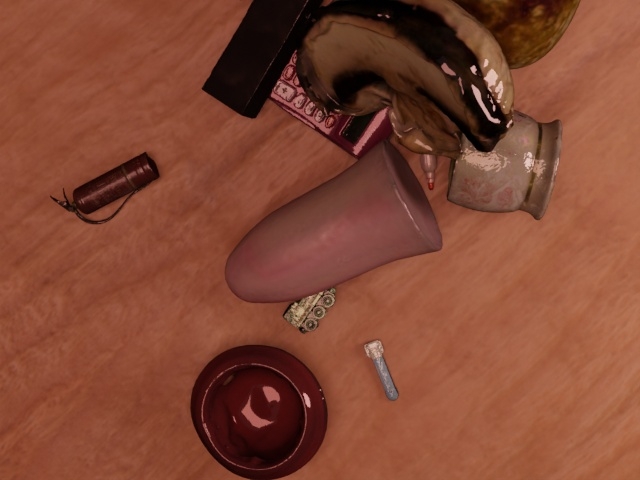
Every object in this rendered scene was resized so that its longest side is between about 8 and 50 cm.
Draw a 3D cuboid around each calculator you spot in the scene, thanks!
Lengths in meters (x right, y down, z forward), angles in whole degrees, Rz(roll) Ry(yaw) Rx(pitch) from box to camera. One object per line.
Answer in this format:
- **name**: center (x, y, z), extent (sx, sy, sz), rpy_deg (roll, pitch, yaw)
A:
- **calculator**: center (0.026, -0.210, 1.682), extent (0.190, 0.034, 0.127), rpy_deg (35, 101, 7)

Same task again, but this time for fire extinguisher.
- **fire extinguisher**: center (-0.311, -0.070, 1.733), extent (0.157, 0.045, 0.078), rpy_deg (-27, 115, 8)

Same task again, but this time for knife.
- **knife**: center (0.092, 0.193, 1.736), extent (0.027, 0.010, 0.096), rpy_deg (-21, 97, 8)

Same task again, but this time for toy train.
- **toy train**: center (-0.013, 0.095, 1.723), extent (0.053, 0.033, 0.083), rpy_deg (35, 99, 5)

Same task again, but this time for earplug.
- **earplug**: center (0.000, 0.000, 1.658), extent (0.301, 0.172, 0.172), rpy_deg (-27, 94, 16)

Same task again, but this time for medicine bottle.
- **medicine bottle**: center (0.253, -0.109, 1.610), extent (0.143, 0.147, 0.147), rpy_deg (10, 98, 2)

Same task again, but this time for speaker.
- **speaker**: center (-0.078, -0.287, 1.667), extent (0.082, 0.044, 0.218), rpy_deg (34, 99, 21)

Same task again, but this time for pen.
- **pen**: center (0.148, -0.180, 1.674), extent (0.026, 0.026, 0.218), rpy_deg (-6, 97, 7)

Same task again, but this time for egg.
- **egg**: center (0.234, -0.366, 1.537), extent (0.238, 0.238, 0.289), rpy_deg (-3, 112, 7)

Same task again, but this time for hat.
- **hat**: center (-0.088, 0.250, 1.724), extent (0.205, 0.089, 0.205), rpy_deg (0, 92, 8)

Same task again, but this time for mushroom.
- **mushroom**: center (0.117, -0.221, 1.519), extent (0.130, 0.344, 0.247), rpy_deg (-44, 119, -21)
